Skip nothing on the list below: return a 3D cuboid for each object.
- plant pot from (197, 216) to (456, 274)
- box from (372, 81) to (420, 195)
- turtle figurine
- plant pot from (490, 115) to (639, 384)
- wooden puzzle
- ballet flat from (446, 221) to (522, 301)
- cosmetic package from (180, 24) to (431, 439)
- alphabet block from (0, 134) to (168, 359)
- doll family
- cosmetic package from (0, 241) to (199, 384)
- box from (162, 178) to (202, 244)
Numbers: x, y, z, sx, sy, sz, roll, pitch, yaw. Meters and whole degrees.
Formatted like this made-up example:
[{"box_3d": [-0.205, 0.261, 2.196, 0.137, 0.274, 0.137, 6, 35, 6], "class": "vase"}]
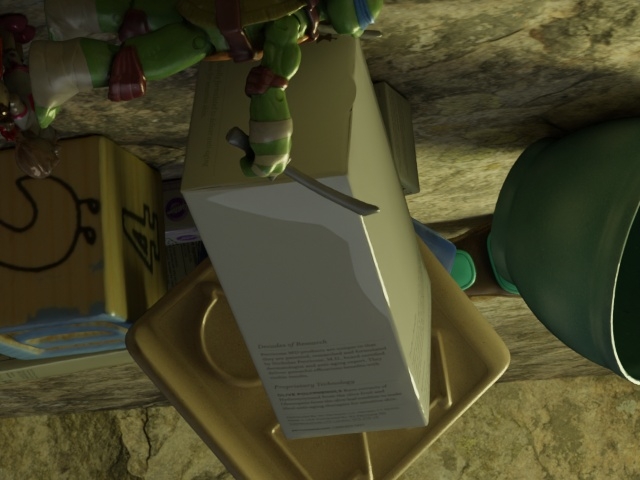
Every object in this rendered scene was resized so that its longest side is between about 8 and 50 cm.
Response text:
[{"box_3d": [-0.011, 0.073, 2.089, 0.236, 0.212, 0.236, 29, 151, -29], "class": "plant pot"}, {"box_3d": [0.037, -0.094, 1.760, 0.101, 0.102, 0.087, -10, 168, 18], "class": "box"}, {"box_3d": [-0.080, -0.126, 1.378, 0.266, 0.198, 0.275, -2, 164, 4], "class": "turtle figurine"}, {"box_3d": [0.312, -0.009, 1.927, 0.196, 0.293, 0.293, 18, -178, 35], "class": "plant pot"}, {"box_3d": [-0.002, 0.119, 1.911, 0.348, 0.322, 0.080, -43, -169, -22], "class": "wooden puzzle"}, {"box_3d": [0.224, 0.030, 2.363, 0.342, 0.116, 0.124, -15, -172, 9], "class": "ballet flat"}, {"box_3d": [0.000, 0.000, 1.629, 0.155, 0.197, 0.365, -7, 136, 13], "class": "cosmetic package"}, {"box_3d": [-0.282, 0.013, 1.901, 0.192, 0.197, 0.193, -8, 167, 12], "class": "alphabet block"}, {"box_3d": [-0.289, -0.113, 1.397, 0.118, 0.163, 0.263, -11, 167, 2], "class": "doll family"}, {"box_3d": [-0.273, 0.076, 2.201, 0.309, 0.160, 0.113, -8, 168, -6], "class": "cosmetic package"}, {"box_3d": [-0.291, -0.016, 2.068, 0.324, 0.063, 0.067, -8, 168, 12], "class": "box"}]
